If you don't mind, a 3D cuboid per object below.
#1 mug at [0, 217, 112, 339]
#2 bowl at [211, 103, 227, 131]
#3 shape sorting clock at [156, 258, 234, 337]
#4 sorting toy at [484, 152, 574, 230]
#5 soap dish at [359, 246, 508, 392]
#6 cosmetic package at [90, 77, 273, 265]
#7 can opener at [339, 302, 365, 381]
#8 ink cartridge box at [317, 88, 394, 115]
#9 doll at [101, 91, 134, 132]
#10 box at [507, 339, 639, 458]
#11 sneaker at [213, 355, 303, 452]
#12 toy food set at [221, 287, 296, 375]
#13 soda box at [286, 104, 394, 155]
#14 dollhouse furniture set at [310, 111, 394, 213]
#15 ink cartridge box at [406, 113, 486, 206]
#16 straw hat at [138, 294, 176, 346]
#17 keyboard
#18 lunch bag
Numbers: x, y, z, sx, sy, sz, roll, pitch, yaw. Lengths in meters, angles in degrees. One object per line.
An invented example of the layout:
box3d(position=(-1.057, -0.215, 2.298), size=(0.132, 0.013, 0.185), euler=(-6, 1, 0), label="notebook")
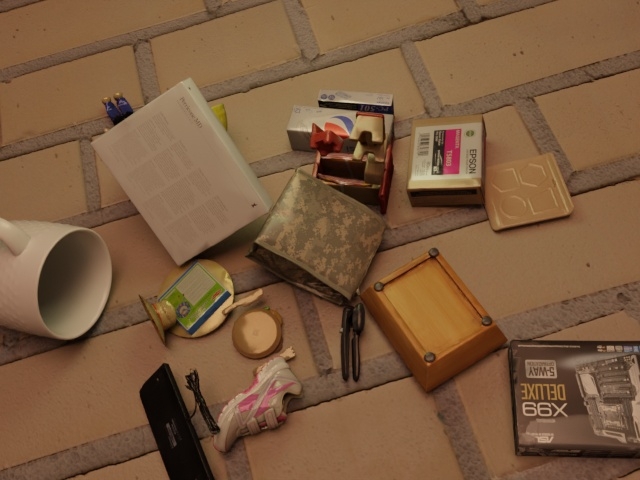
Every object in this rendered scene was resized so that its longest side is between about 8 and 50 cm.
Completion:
box3d(position=(-0.745, 0.055, 1.759), size=(0.328, 0.374, 0.276), euler=(8, 57, 20), label="mug")
box3d(position=(-0.367, -0.246, 1.980), size=(0.289, 0.289, 0.156), euler=(-25, 102, -6), label="bowl")
box3d(position=(-0.315, 0.146, 1.834), size=(0.206, 0.040, 0.206), euler=(-7, 64, 14), label="shape sorting clock")
box3d(position=(0.523, -0.124, 1.875), size=(0.208, 0.038, 0.193), euler=(-14, 59, 6), label="sorting toy")
box3d(position=(0.259, 0.170, 1.694), size=(0.229, 0.118, 0.291), euler=(-30, 60, -9), label="soap dish")
box3d(position=(-0.338, -0.166, 1.808), size=(0.284, 0.377, 0.097), euler=(-29, 14, 16), label="cosmetic package")
box3d(position=(0.071, 0.240, 1.718), size=(0.059, 0.073, 0.186), euler=(7, 71, 3), label="can opener")
box3d(position=(0.101, -0.370, 2.036), size=(0.207, 0.097, 0.046), euler=(6, 62, 12), label="ink cartridge box")
box3d(position=(-0.583, -0.351, 2.153), size=(0.129, 0.046, 0.189), euler=(-27, 66, -18), label="doll")
box3d(position=(0.570, 0.342, 1.575), size=(0.307, 0.076, 0.243), euler=(0, 61, 8), label="box")
box3d(position=(-0.137, 0.384, 1.638), size=(0.111, 0.103, 0.252), euler=(38, 76, 21), label="sneaker")
box3d(position=(-0.150, 0.226, 1.773), size=(0.132, 0.038, 0.192), euler=(-28, 71, -2), label="toy food set")
box3d(position=(0.057, -0.297, 2.002), size=(0.286, 0.098, 0.091), euler=(9, 62, 12), label="soda box")
box3d(position=(0.072, -0.218, 1.798), size=(0.201, 0.374, 0.152), euler=(7, 66, 10), label="dollhouse furniture set")
box3d(position=(0.332, -0.210, 1.904), size=(0.193, 0.088, 0.235), euler=(-3, 59, 18), label="ink cartridge box")
box3d(position=(-0.385, 0.183, 1.777), size=(0.061, 0.144, 0.144), euler=(-27, 60, -17), label="straw hat")
box3d(position=(-0.304, 0.416, 1.638), size=(0.201, 0.033, 0.317), euler=(-45, 58, 25), label="keyboard")
box3d(position=(0.000, 0.000, 1.795), size=(0.287, 0.169, 0.235), euler=(30, 68, -4), label="lunch bag")
